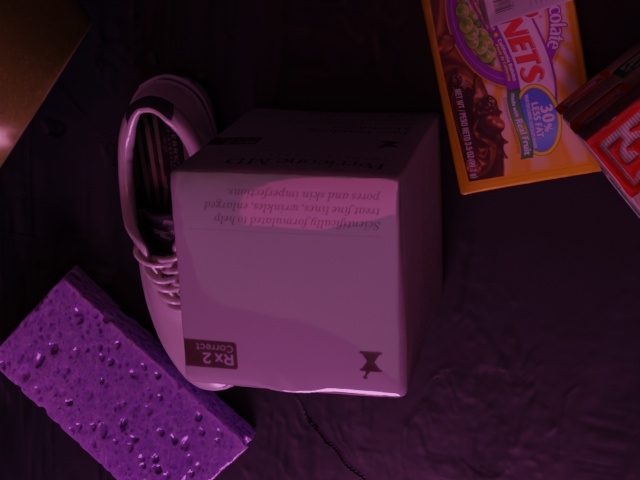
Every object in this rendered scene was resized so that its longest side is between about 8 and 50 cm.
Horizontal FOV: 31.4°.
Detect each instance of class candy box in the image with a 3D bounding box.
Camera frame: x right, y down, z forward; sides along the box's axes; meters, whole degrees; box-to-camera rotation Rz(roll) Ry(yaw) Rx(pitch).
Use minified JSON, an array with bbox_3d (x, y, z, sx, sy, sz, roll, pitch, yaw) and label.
[{"bbox_3d":[0.130,-0.140,0.801,0.105,0.027,0.206,-10,106,13],"label":"candy box"}]

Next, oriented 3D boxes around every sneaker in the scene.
[{"bbox_3d":[-0.112,0.005,0.876,0.094,0.091,0.258,-7,107,16],"label":"sneaker"}]

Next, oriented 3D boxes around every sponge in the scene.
[{"bbox_3d":[-0.169,0.132,0.968,0.210,0.031,0.117,43,113,-4],"label":"sponge"}]

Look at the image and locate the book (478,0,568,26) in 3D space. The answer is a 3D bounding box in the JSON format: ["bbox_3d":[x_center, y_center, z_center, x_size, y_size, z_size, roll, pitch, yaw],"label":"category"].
[{"bbox_3d":[0.166,-0.208,0.743,0.144,0.035,0.096,-17,108,0],"label":"book"}]

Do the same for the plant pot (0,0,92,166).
[{"bbox_3d":[-0.322,-0.178,0.797,0.293,0.275,0.275,33,114,-16],"label":"plant pot"}]

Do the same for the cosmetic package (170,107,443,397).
[{"bbox_3d":[0.000,0.000,0.797,0.151,0.184,0.151,2,109,13],"label":"cosmetic package"}]

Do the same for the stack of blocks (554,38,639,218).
[{"bbox_3d":[0.239,-0.079,0.636,0.171,0.297,0.087,-39,96,12],"label":"stack of blocks"}]
